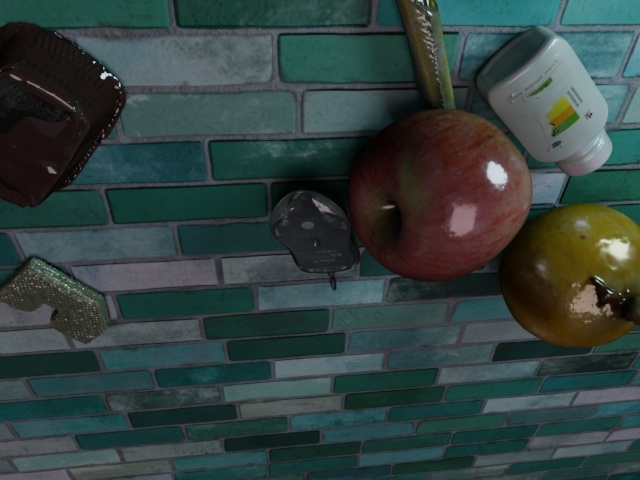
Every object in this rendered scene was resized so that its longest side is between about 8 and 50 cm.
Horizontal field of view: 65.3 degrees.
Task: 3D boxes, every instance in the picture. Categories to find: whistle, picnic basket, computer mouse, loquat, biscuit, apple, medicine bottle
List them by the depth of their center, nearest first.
[{"bbox_3d":[-0.489,-0.192,0.839,0.223,0.129,0.297,33,117,-28],"label":"picnic basket"},{"bbox_3d":[0.173,-0.360,0.845,0.068,0.057,0.326,12,142,36],"label":"whistle"},{"bbox_3d":[0.221,-0.085,0.931,0.270,0.345,0.344,-21,135,-26],"label":"apple"},{"bbox_3d":[0.437,-0.246,0.945,0.161,0.111,0.296,-39,126,22],"label":"medicine bottle"},{"bbox_3d":[0.580,0.085,1.094,0.329,0.359,0.327,-3,107,-11],"label":"loquat"},{"bbox_3d":[0.000,0.000,1.105,0.167,0.090,0.379,-3,145,10],"label":"computer mouse"},{"bbox_3d":[-0.602,0.147,1.158,0.147,0.046,0.250,-34,126,18],"label":"biscuit"}]
